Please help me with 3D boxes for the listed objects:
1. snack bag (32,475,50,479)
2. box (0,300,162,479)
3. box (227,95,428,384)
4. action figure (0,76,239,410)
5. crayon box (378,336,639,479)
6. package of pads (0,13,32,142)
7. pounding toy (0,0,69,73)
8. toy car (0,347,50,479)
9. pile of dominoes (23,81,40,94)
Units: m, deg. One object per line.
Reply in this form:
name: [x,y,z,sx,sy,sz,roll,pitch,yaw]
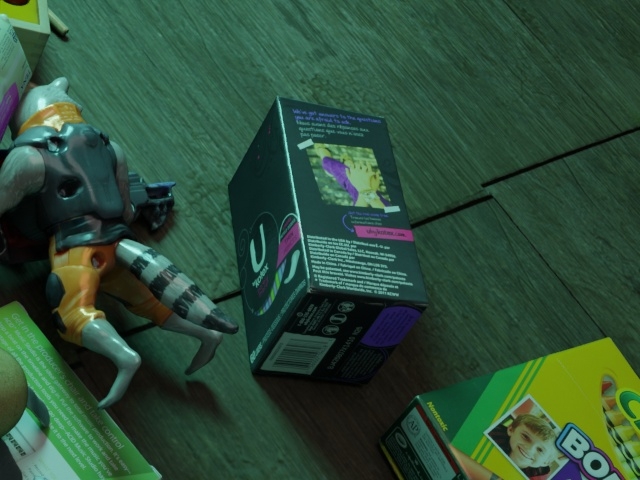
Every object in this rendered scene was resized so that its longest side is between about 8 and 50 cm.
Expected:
snack bag: [-0.088,0.303,1.077,0.323,0.037,0.342,28,2,-12]
box: [-0.332,0.209,1.219,0.322,0.058,0.232,-28,71,-42]
box: [0.000,0.000,1.517,0.143,0.165,0.270,9,49,-23]
action figure: [-0.202,-0.019,1.386,0.341,0.178,0.330,-22,78,-55]
crayon box: [0.284,0.302,1.468,0.313,0.106,0.363,-12,60,-38]
package of pads: [-0.446,-0.103,1.296,0.297,0.101,0.229,-3,44,14]
pounding toy: [-0.365,-0.289,1.593,0.181,0.094,0.206,10,45,-27]
toy car: [-0.315,0.130,1.194,0.188,0.149,0.155,48,40,-28]
pile of dominoes: [-0.390,-0.112,1.493,0.196,0.040,0.251,25,36,-9]
